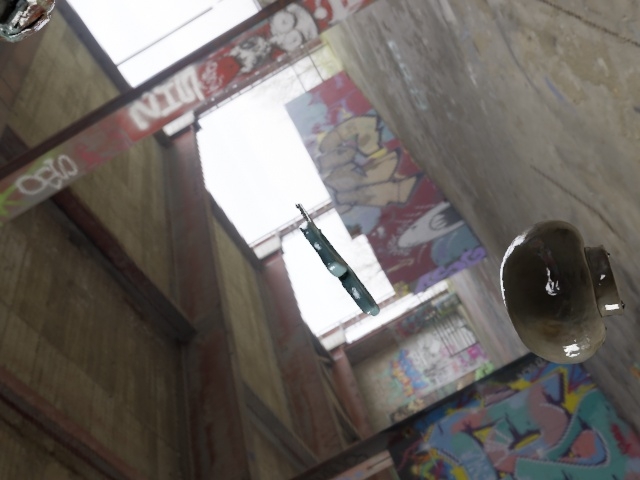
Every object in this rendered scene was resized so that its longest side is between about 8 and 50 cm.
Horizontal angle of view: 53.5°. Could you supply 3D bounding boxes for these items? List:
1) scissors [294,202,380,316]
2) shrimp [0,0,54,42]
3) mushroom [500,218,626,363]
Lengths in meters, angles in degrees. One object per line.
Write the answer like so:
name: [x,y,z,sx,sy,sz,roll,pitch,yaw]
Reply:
scissors: [-0.001,0.001,1.065,0.191,0.029,0.360,49,-178,-27]
shrimp: [-0.201,-0.251,0.518,0.079,0.232,0.090,52,-176,-19]
mushroom: [0.297,0.064,0.800,0.117,0.141,0.188,3,-108,-63]
